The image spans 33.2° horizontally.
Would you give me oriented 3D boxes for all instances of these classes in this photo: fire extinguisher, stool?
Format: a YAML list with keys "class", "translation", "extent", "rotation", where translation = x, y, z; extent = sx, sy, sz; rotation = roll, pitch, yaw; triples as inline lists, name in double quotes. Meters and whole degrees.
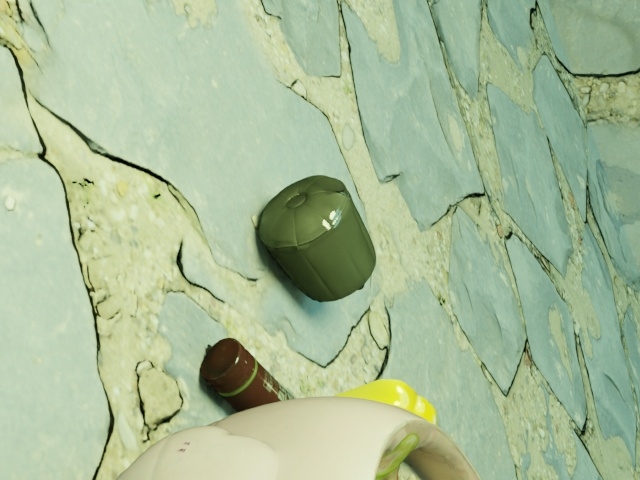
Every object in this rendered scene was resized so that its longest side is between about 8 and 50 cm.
- class: "fire extinguisher"
  translation: [-0.042, 0.144, 0.912]
  extent: [0.158, 0.043, 0.064]
  rotation: [52, -9, -35]
- class: "stool"
  translation: [0.000, 0.000, 1.027]
  extent: [0.110, 0.096, 0.096]
  rotation: [58, 29, -35]

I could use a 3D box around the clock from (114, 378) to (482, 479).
- class: "clock"
  translation: [-0.020, 0.297, 0.633]
  extent: [0.368, 0.250, 0.377]
  rotation: [56, 24, -30]
